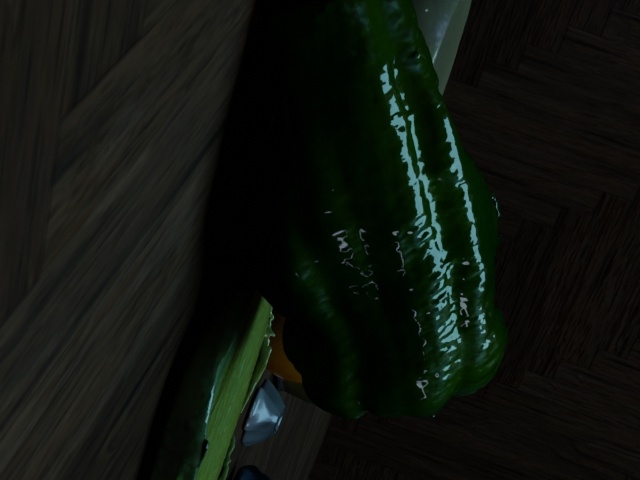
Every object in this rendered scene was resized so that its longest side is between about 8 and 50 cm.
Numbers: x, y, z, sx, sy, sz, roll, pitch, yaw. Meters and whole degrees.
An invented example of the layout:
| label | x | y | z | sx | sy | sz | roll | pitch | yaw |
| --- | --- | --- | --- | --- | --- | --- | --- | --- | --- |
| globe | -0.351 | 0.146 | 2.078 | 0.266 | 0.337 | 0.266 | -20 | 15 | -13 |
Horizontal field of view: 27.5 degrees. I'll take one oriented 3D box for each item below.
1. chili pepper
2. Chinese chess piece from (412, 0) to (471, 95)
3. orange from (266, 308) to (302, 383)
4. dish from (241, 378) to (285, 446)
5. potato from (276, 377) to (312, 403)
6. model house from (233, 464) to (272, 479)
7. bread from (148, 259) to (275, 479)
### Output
| label | x | y | z | sx | sy | sz | roll | pitch | yaw |
| --- | --- | --- | --- | --- | --- | --- | --- | --- | --- |
| chili pepper | 0.021 | -0.024 | 0.950 | 0.167 | 0.213 | 0.385 | -30 | 128 | -24 |
| Chinese chess piece | 0.066 | -0.160 | 1.290 | 0.273 | 0.102 | 0.273 | 20 | 90 | -83 |
| orange | 0.003 | 0.080 | 1.339 | 0.156 | 0.124 | 0.156 | -49 | 169 | -13 |
| dish | -0.069 | 0.227 | 1.694 | 0.137 | 0.039 | 0.091 | 91 | 20 | -78 |
| potato | 0.061 | 0.138 | 1.876 | 0.300 | 0.196 | 0.246 | -20 | 131 | -85 |
| model house | -0.075 | 0.516 | 1.729 | 0.339 | 0.297 | 0.360 | -114 | -147 | -51 |
| bread | -0.086 | 0.128 | 1.129 | 0.301 | 0.045 | 0.301 | 19 | 90 | -85 |
